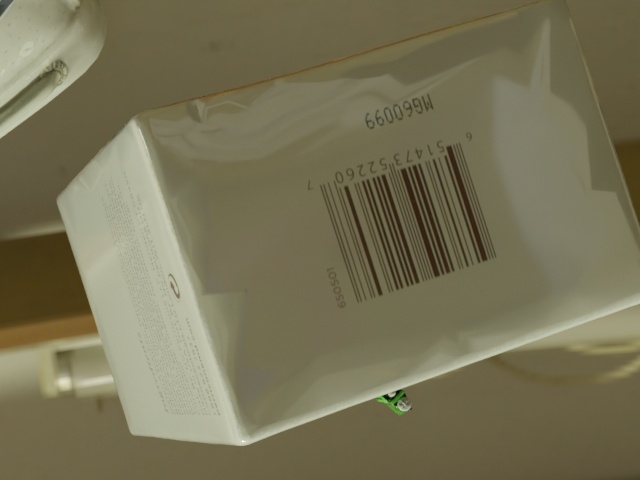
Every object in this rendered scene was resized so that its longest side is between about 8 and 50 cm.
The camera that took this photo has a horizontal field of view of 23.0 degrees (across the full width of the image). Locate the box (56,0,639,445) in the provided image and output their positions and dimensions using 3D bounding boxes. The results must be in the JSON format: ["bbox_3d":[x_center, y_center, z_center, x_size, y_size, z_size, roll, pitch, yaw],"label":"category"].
[{"bbox_3d":[0.000,0.000,0.492,0.130,0.091,0.170,-18,180,-18],"label":"box"}]

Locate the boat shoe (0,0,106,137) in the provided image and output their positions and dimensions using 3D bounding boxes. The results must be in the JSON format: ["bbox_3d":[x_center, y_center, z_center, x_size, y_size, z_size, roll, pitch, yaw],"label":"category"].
[{"bbox_3d":[-0.240,-0.005,0.647,0.367,0.156,0.136,-39,-126,3],"label":"boat shoe"}]

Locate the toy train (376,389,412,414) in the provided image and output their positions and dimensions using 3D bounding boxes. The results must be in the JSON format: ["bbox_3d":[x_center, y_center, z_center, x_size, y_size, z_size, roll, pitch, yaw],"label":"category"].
[{"bbox_3d":[0.050,0.107,1.068,0.017,0.024,0.083,-46,176,-4],"label":"toy train"}]
